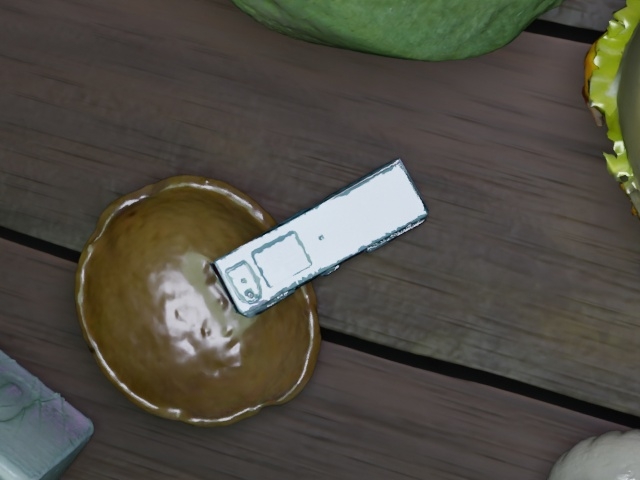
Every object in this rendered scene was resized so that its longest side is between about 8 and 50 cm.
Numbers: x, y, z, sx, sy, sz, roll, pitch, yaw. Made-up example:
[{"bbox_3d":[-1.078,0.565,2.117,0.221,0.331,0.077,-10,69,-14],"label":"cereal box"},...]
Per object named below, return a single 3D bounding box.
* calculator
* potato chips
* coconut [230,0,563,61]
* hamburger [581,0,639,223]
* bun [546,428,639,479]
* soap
[{"bbox_3d":[0.000,0.000,1.403,0.172,0.018,0.057,-30,96,-1],"label":"calculator"},{"bbox_3d":[-0.096,0.049,1.444,0.208,0.062,0.195,23,94,-5],"label":"potato chips"},{"bbox_3d":[0.044,-0.275,1.218,0.281,0.328,0.328,-29,96,-20],"label":"coconut"},{"bbox_3d":[0.334,-0.084,1.205,0.276,0.179,0.294,-35,74,-2],"label":"hamburger"},{"bbox_3d":[0.241,0.186,1.372,0.138,0.094,0.138,8,144,6],"label":"bun"},{"bbox_3d":[-0.327,0.126,1.493,0.261,0.150,0.094,39,106,4],"label":"soap"}]
